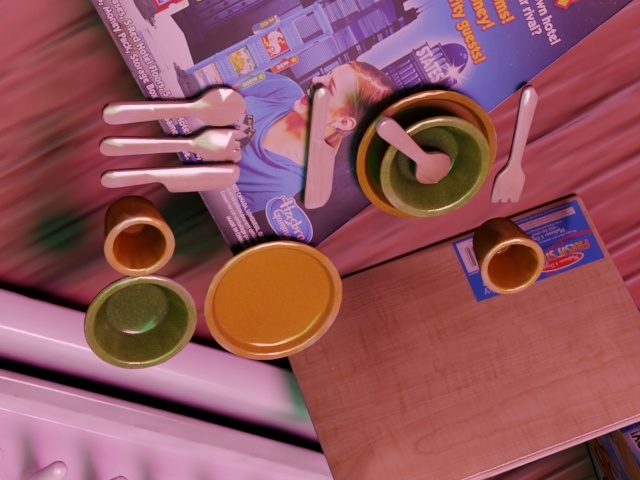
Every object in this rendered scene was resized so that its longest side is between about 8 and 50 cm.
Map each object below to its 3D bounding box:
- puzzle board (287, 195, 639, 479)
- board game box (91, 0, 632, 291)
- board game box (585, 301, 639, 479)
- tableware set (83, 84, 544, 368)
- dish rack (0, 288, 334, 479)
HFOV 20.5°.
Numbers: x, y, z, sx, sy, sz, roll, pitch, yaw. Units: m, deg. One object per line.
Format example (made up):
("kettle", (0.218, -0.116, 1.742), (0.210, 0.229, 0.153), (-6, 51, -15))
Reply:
("puzzle board", (0.056, 0.043, 0.655), (0.128, 0.096, 0.011), (-20, 146, -4))
("board game box", (0.020, -0.108, 0.567), (0.194, 0.060, 0.194), (-26, 125, 0))
("board game box", (0.150, 0.128, 0.709), (0.035, 0.136, 0.201), (-24, 124, -1))
("tableware set", (0.000, 0.000, 0.579), (0.154, 0.024, 0.104), (-3, 123, -15))
("dish rack", (-0.081, 0.195, 0.609), (0.285, 0.333, 0.072), (17, 152, -23))
